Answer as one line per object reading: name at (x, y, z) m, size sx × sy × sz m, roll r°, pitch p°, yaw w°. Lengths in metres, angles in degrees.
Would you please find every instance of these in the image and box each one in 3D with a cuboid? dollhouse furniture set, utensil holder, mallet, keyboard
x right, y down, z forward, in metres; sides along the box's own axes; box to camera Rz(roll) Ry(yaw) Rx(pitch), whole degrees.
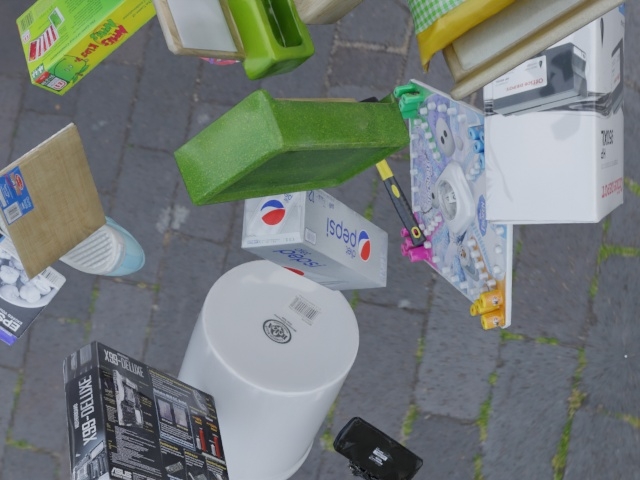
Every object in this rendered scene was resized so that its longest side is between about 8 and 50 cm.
dollhouse furniture set at (0.028, -0.175, 0.568) m, size 0.301 × 0.151 × 0.198 m, roll -29°, pitch 77°, yaw 40°
utensil holder at (-0.123, 0.272, 1.752) m, size 0.327 × 0.327 × 0.385 m, roll 46°, pitch 142°, yaw 19°
mallet at (0.087, -0.086, 1.061) m, size 0.062 × 0.039 × 0.190 m, roll -33°, pitch 87°, yaw -4°
keyboard at (0.093, 0.389, 1.579) m, size 0.100 × 0.192 × 0.038 m, roll -51°, pitch 27°, yaw 0°

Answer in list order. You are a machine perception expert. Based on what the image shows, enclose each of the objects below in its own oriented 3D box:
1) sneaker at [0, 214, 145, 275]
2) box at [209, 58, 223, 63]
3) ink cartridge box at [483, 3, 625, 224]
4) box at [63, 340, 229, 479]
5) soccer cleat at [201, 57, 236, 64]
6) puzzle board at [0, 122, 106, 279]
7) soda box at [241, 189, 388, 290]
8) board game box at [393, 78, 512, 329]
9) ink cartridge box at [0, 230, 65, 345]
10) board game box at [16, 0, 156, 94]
sneaker at (-0.506, -0.017, 1.762) m, size 0.365 × 0.150 × 0.135 m, roll 31°, pitch 91°, yaw 27°
box at (-0.166, -0.422, 1.394) m, size 0.057 × 0.293 × 0.201 m, roll -16°, pitch 89°, yaw -13°
ink cartridge box at (0.354, -0.232, 1.305) m, size 0.166 × 0.285 × 0.395 m, roll 1°, pitch 98°, yaw 26°
box at (-0.274, 0.326, 1.418) m, size 0.076 × 0.307 × 0.243 m, roll -32°, pitch 51°, yaw 17°
soccer cleat at (-0.208, -0.425, 1.853) m, size 0.095 × 0.248 × 0.083 m, roll 4°, pitch 114°, yaw -2°
puzzle board at (-0.251, -0.035, 0.810) m, size 0.011 × 0.128 × 0.096 m, roll 30°, pitch 55°, yaw 28°
soda box at (0.000, 0.000, 1.264) m, size 0.098 × 0.286 × 0.091 m, roll -5°, pitch 74°, yaw 26°
board game box at (0.244, -0.078, 1.675) m, size 0.050 × 0.390 × 0.390 m, roll -13°, pitch 116°, yaw -16°
ink cartridge box at (-0.593, 0.079, 1.555) m, size 0.206 × 0.045 × 0.208 m, roll 38°, pitch 117°, yaw -12°
board game box at (-0.243, -0.247, 0.933) m, size 0.181 × 0.043 × 0.092 m, roll -33°, pitch 64°, yaw 24°
